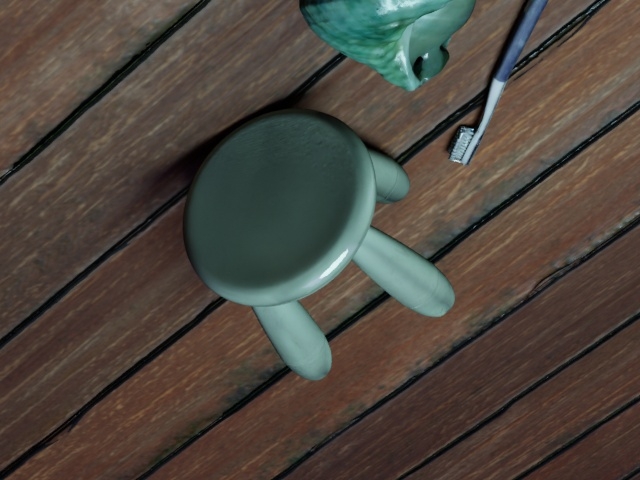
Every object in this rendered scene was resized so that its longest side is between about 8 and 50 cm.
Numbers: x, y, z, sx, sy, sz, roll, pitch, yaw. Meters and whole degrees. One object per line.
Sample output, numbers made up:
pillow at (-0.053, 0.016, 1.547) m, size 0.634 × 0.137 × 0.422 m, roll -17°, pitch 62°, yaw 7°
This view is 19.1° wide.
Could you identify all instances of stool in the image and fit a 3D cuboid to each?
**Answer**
stool at (0.000, 0.000, 1.799) m, size 0.195 × 0.195 × 0.199 m, roll -30°, pitch 146°, yaw 15°

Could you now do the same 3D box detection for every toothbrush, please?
toothbrush at (0.177, -0.171, 1.796) m, size 0.026 × 0.024 × 0.288 m, roll 9°, pitch 139°, yaw -13°

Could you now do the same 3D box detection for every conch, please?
conch at (0.067, -0.230, 1.576) m, size 0.196 × 0.134 × 0.202 m, roll -41°, pitch 166°, yaw -53°
